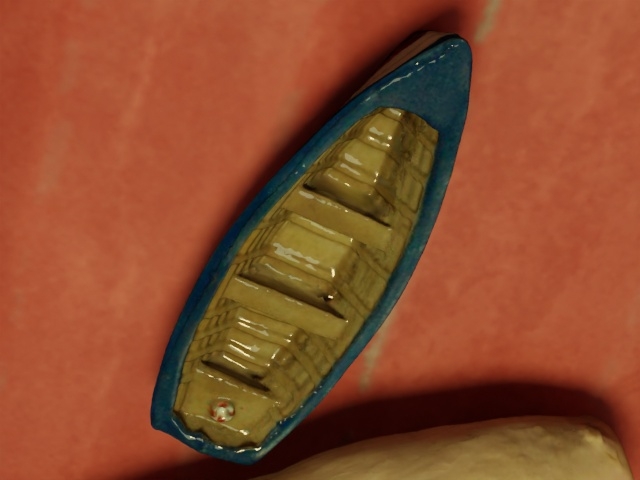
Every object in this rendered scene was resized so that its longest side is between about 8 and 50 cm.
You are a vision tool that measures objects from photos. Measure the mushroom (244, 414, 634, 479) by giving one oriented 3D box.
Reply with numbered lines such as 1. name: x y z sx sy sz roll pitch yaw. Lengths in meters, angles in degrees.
1. mushroom: -0.031 0.148 0.773 0.351 0.123 0.095 -14 91 8

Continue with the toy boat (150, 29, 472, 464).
1. toy boat: 0.000 0.000 0.717 0.080 0.046 0.229 23 118 -14
